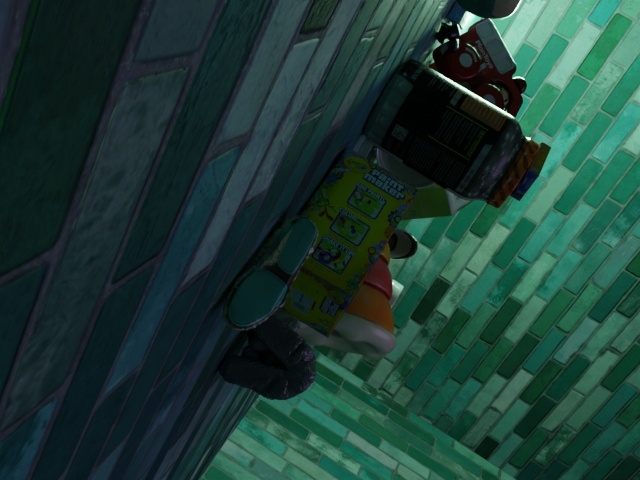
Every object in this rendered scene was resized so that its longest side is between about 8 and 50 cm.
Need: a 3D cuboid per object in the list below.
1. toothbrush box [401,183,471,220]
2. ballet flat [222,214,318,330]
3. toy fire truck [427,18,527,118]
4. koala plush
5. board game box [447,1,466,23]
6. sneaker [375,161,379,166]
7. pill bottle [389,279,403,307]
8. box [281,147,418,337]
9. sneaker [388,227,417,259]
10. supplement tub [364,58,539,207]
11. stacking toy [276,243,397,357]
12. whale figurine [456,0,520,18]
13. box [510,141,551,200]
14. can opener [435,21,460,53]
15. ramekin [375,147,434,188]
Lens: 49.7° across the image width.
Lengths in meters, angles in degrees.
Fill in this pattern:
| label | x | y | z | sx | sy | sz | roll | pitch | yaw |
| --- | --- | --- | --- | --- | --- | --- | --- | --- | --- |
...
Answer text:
| label | x | y | z | sx | sy | sz | roll | pitch | yaw |
| --- | --- | --- | --- | --- | --- | --- | --- | --- | --- |
| toothbrush box | 0.307 | -0.148 | 2.070 | 0.283 | 0.122 | 0.206 | -3 | -162 | 41 |
| ballet flat | -0.085 | 0.058 | 1.163 | 0.241 | 0.091 | 0.077 | -51 | -165 | -27 |
| toy fire truck | 0.444 | -0.437 | 1.896 | 0.253 | 0.302 | 0.169 | -31 | -179 | -20 |
| koala plush | -0.111 | 0.268 | 1.645 | 0.196 | 0.203 | 0.221 | -57 | -173 | -1 |
| board game box | 0.387 | -0.628 | 1.771 | 0.160 | 0.039 | 0.211 | -60 | 175 | 18 |
| sneaker | 0.167 | -0.154 | 2.225 | 0.236 | 0.095 | 0.104 | -56 | -178 | -32 |
| pill bottle | 0.104 | 0.123 | 2.146 | 0.160 | 0.283 | 0.160 | -57 | 174 | -9 |
| box | 0.034 | 0.012 | 1.465 | 0.279 | 0.177 | 0.290 | -57 | 175 | -23 |
| sneaker | 0.164 | -0.004 | 2.118 | 0.108 | 0.271 | 0.100 | -5 | 110 | -71 |
| supplement tub | 0.283 | -0.225 | 1.500 | 0.207 | 0.338 | 0.207 | -56 | 174 | -8 |
| stacking toy | 0.096 | 0.061 | 1.956 | 0.351 | 0.350 | 0.480 | 105 | 2 | -72 |
| whale figurine | 0.302 | -0.533 | 1.215 | 0.216 | 0.141 | 0.272 | -32 | 129 | -79 |
| box | 0.445 | -0.143 | 1.466 | 0.136 | 0.028 | 0.081 | -56 | 174 | -43 |
| can opener | 0.315 | -0.508 | 1.732 | 0.186 | 0.059 | 0.073 | -73 | 166 | -73 |
| ramekin | 0.259 | -0.256 | 1.888 | 0.207 | 0.207 | 0.109 | -61 | -176 | 32 |
